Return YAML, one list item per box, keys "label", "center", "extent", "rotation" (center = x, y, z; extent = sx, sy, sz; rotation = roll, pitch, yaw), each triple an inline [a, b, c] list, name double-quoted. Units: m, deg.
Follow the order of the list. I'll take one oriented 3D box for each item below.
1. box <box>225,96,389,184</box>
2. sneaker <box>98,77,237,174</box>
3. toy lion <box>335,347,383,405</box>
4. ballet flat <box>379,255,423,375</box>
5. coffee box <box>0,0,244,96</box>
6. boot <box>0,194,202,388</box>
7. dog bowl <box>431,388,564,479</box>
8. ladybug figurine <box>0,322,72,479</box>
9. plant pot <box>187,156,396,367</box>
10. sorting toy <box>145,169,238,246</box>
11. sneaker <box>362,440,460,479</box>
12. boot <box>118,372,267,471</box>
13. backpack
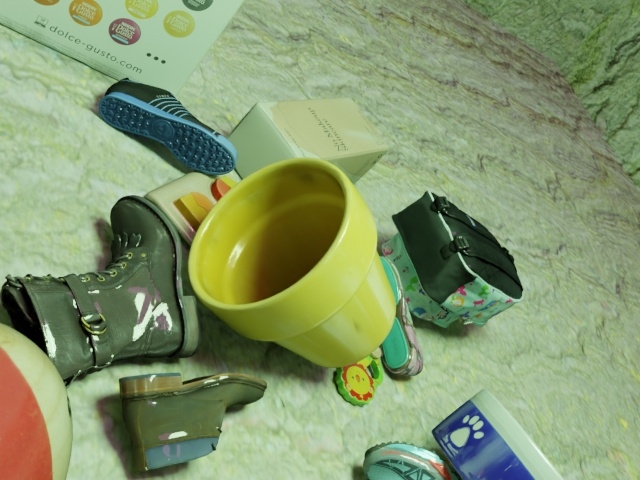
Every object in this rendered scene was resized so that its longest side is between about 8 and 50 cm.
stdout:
- label: "box"
  center: [-0.021, -0.174, 1.413]
  extent: [0.148, 0.121, 0.311]
  rotation: [54, 33, 11]
- label: "sneaker"
  center: [-0.233, -0.191, 1.214]
  extent: [0.232, 0.081, 0.090]
  rotation: [28, 39, -11]
- label: "toy lion"
  center: [0.061, 0.209, 1.173]
  extent: [0.100, 0.034, 0.096]
  rotation: [10, 53, -43]
- label: "ballet flat"
  center: [0.127, 0.134, 1.299]
  extent: [0.079, 0.077, 0.221]
  rotation: [35, 34, -51]
- label: "coffee box"
  center: [-0.317, -0.511, 1.253]
  extent: [0.338, 0.334, 0.338]
  rotation: [22, 39, -32]
- label: "boot"
  center: [-0.272, 0.051, 0.915]
  extent: [0.229, 0.091, 0.262]
  rotation: [0, 56, -49]
- label: "dog bowl"
  center: [0.278, 0.348, 1.078]
  extent: [0.264, 0.104, 0.265]
  rotation: [53, -1, 1]
- label: "ladybug figurine"
  center: [-0.374, 0.188, 0.584]
  extent: [0.305, 0.162, 0.449]
  rotation: [49, 33, 5]
- label: "plant pot"
  center: [-0.017, 0.054, 1.058]
  extent: [0.239, 0.254, 0.253]
  rotation: [52, 22, -41]
- label: "sorting toy"
  center: [-0.147, -0.031, 1.192]
  extent: [0.208, 0.038, 0.193]
  rotation: [47, 33, 2]
- label: "sneaker"
  center: [0.153, 0.384, 1.015]
  extent: [0.262, 0.104, 0.125]
  rotation: [45, 35, -1]
- label: "boot"
  center: [-0.148, 0.216, 0.913]
  extent: [0.219, 0.082, 0.106]
  rotation: [11, 68, -47]
- label: "backpack"
  center: [0.253, 0.049, 1.409]
  extent: [0.254, 0.191, 0.225]
  rotation: [18, 39, -42]
